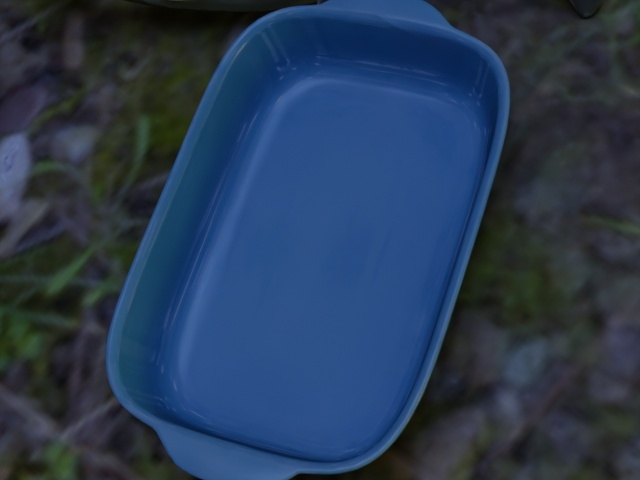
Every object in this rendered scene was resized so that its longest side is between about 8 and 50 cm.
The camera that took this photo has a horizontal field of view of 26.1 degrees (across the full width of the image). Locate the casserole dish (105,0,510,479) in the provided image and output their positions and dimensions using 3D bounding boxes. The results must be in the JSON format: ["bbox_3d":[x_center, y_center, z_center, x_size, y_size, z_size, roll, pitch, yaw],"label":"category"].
[{"bbox_3d":[0.000,0.000,0.484,0.114,0.037,0.188,13,69,20],"label":"casserole dish"}]

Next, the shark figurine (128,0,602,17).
[{"bbox_3d":[0.000,-0.146,0.534,0.278,0.166,0.116,-22,35,23],"label":"shark figurine"}]
